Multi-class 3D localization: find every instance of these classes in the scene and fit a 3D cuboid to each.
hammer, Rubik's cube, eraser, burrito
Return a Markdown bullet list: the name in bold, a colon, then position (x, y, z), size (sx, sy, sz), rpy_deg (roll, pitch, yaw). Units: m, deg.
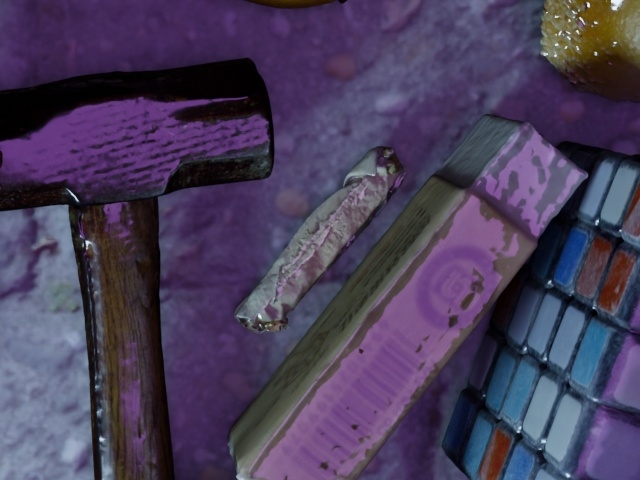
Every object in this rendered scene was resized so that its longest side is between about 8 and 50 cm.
- **hammer**: position (-0.149, 0.070, 1.329), size (0.242, 0.095, 0.409), rpy_deg (-5, 101, -9)
- **Rubik's cube**: position (0.295, 0.108, 1.304), size (0.293, 0.292, 0.287), rpy_deg (19, 94, -10)
- **eraser**: position (0.062, 0.056, 1.331), size (0.078, 0.144, 0.343), rpy_deg (38, 91, -11)
- **burrito**: position (0.000, 0.000, 1.366), size (0.185, 0.041, 0.045), rpy_deg (-49, 127, -2)

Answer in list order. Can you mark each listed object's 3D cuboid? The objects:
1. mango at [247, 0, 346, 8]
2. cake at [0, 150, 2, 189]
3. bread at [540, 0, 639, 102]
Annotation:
- **mango**: position (-0.061, -0.260, 1.285), size (0.227, 0.109, 0.147), rpy_deg (23, 118, -12)
- **cake**: position (-0.346, -0.023, 1.246), size (0.135, 0.112, 0.246), rpy_deg (54, 128, 11)
- **bread**: position (0.255, -0.260, 1.292), size (0.171, 0.192, 0.314), rpy_deg (11, 96, -12)
